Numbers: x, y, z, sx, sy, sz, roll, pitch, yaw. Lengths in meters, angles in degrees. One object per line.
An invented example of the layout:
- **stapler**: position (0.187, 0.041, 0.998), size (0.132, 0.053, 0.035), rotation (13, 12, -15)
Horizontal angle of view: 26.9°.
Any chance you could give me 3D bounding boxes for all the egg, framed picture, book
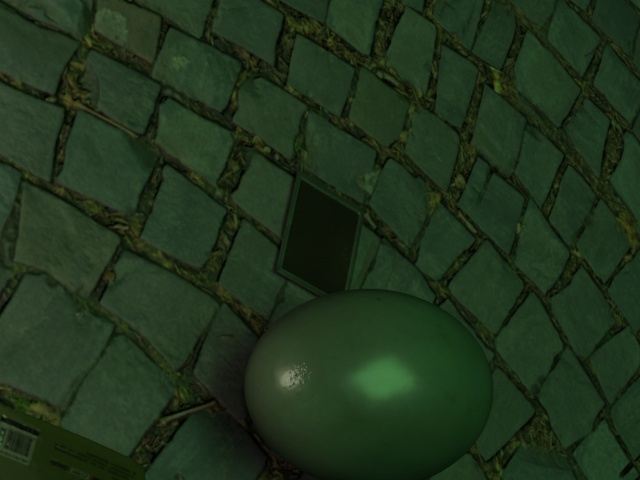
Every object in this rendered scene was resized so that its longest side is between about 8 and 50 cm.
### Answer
- **egg**: position (0.071, 0.205, 1.849), size (0.388, 0.276, 0.276), rotation (5, 69, -37)
- **framed picture**: position (0.000, 0.000, 2.057), size (0.142, 0.011, 0.183), rotation (30, 55, -29)
- **book**: position (-0.351, 0.386, 1.574), size (0.239, 0.035, 0.352), rotation (30, 56, -27)
